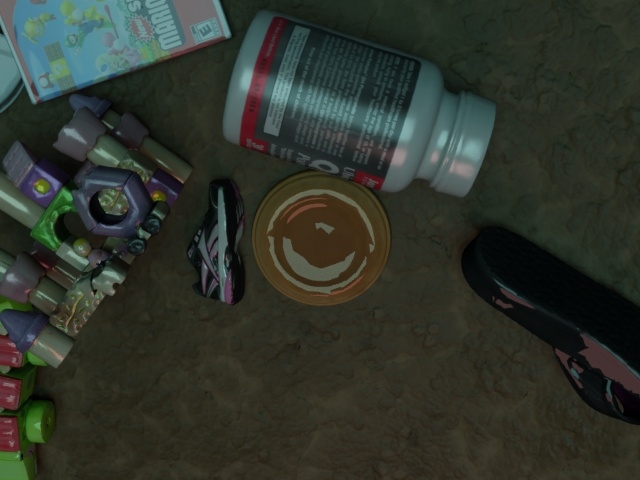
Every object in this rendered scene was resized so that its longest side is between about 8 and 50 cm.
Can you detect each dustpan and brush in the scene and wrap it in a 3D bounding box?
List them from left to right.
[{"bbox_3d":[-0.495,-0.193,1.166,0.147,0.060,0.211,18,98,-15],"label":"dustpan and brush"}]

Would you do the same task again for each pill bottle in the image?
[{"bbox_3d":[0.050,-0.163,1.069,0.318,0.176,0.176,17,105,0],"label":"pill bottle"}]

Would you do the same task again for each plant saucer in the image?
[{"bbox_3d":[0.000,0.000,1.186,0.200,0.037,0.200,1,104,4],"label":"plant saucer"}]

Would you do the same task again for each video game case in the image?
[{"bbox_3d":[-0.283,-0.321,1.115,0.285,0.025,0.204,-18,103,2],"label":"video game case"}]

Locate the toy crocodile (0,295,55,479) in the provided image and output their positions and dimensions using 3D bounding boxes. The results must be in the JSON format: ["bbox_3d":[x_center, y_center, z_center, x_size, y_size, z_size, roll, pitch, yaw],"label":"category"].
[{"bbox_3d":[-0.458,0.217,1.238,0.115,0.105,0.341,7,105,2],"label":"toy crocodile"}]

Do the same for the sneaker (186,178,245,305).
[{"bbox_3d":[-0.154,0.004,1.184,0.077,0.072,0.178,3,99,14],"label":"sneaker"}]

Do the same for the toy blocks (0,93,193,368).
[{"bbox_3d":[-0.350,-0.042,1.058,0.260,0.309,0.288,36,104,-12],"label":"toy blocks"}]

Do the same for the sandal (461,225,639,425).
[{"bbox_3d":[0.375,0.145,1.156,0.445,0.167,0.107,36,129,2],"label":"sandal"}]
